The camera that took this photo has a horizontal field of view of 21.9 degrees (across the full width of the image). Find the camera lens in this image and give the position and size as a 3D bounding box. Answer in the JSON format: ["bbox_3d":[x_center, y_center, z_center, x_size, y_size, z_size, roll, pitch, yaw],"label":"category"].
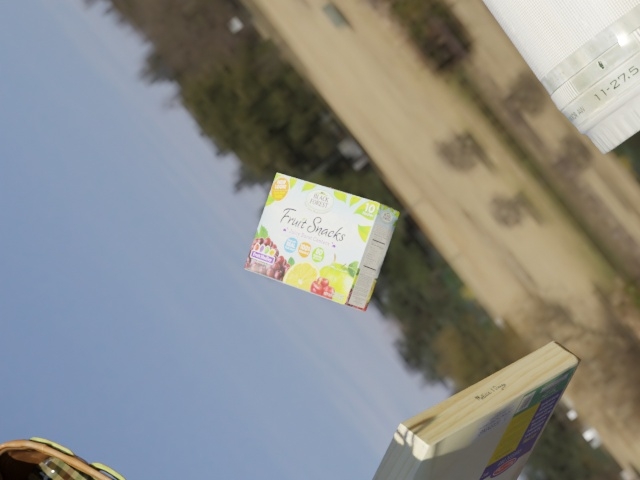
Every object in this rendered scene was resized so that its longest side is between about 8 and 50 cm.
[{"bbox_3d":[0.305,-0.259,1.764,0.274,0.219,0.219,55,-175,3],"label":"camera lens"}]

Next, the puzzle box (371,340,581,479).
[{"bbox_3d":[0.185,0.303,2.233,0.052,0.272,0.409,36,-150,24],"label":"puzzle box"}]

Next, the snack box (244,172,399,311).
[{"bbox_3d":[0.000,0.000,1.563,0.141,0.100,0.037,18,177,43],"label":"snack box"}]

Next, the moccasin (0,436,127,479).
[{"bbox_3d":[-0.183,0.298,1.583,0.380,0.139,0.147,37,172,39],"label":"moccasin"}]
